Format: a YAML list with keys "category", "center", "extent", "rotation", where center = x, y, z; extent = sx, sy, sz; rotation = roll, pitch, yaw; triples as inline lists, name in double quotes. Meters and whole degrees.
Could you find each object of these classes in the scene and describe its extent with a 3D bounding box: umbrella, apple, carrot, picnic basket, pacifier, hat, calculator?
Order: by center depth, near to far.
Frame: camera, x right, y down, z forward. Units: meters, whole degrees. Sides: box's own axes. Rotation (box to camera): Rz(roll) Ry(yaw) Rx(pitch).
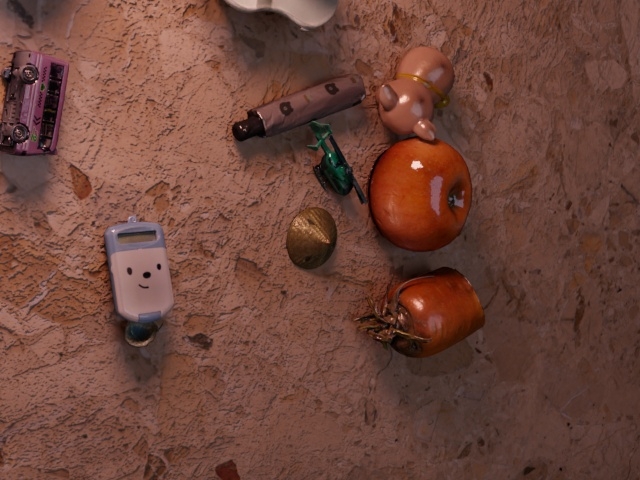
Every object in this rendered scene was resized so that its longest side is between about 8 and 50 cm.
- category: "pacifier"
  center: [-0.068, -0.565, 1.606]
  extent: [0.343, 0.269, 0.288]
  rotation: [2, 74, -42]
- category: "calculator"
  center: [-0.349, 0.055, 1.623]
  extent: [0.121, 0.039, 0.210]
  rotation: [-5, 84, -37]
- category: "picnic basket"
  center: [-0.349, 0.174, 1.655]
  extent: [0.065, 0.083, 0.083]
  rotation: [25, 121, -6]
- category: "umbrella"
  center: [-0.043, -0.283, 1.804]
  extent: [0.337, 0.067, 0.073]
  rotation: [-25, 104, -31]
- category: "hat"
  center: [0.000, 0.000, 1.897]
  extent: [0.146, 0.067, 0.146]
  rotation: [-9, 105, -36]
- category: "apple"
  center: [0.241, -0.107, 1.977]
  extent: [0.252, 0.206, 0.271]
  rotation: [5, 95, -42]
- category: "carrot"
  center: [0.255, 0.179, 2.050]
  extent: [0.331, 0.193, 0.214]
  rotation: [-21, 149, -29]

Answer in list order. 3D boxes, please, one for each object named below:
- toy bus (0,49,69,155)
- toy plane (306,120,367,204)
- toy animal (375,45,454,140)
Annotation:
- category: "toy bus"
  center: [-0.493, -0.231, 1.450]
  extent: [0.098, 0.087, 0.178]
  rotation: [9, 92, -45]
- category: "toy plane"
  center: [0.028, -0.172, 1.860]
  extent: [0.060, 0.096, 0.235]
  rotation: [-47, 128, -21]
- category: "toy animal"
  center: [0.226, -0.347, 1.953]
  extent: [0.165, 0.149, 0.248]
  rotation: [31, 61, -3]
